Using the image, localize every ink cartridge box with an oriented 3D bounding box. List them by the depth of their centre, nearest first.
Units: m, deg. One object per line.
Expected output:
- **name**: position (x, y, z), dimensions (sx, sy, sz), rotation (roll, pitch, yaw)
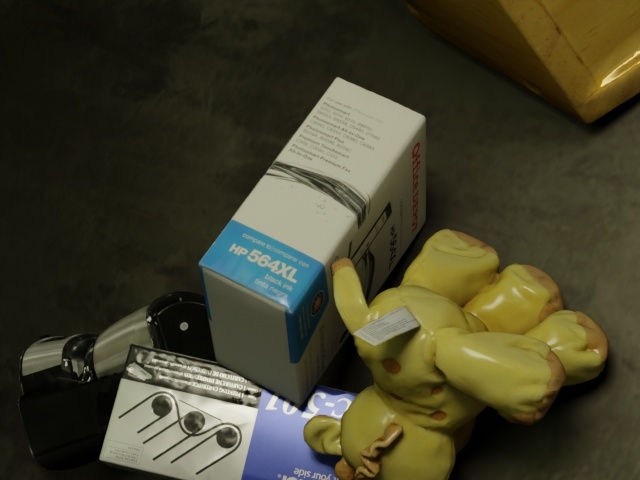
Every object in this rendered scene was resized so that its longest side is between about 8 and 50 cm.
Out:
- **ink cartridge box**: position (0.000, 0.000, 1.155), dimensions (0.086, 0.148, 0.203), rotation (26, 61, 19)
- **ink cartridge box**: position (-0.061, 0.153, 1.188), dimensions (0.207, 0.046, 0.097), rotation (12, 75, 6)

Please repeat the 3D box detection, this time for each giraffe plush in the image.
- **giraffe plush**: position (0.082, 0.114, 1.094), dimensions (0.181, 0.210, 0.171), rotation (46, 131, 40)

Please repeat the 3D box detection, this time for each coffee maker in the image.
- **coffee maker**: position (-0.170, 0.147, 1.311), dimensions (0.178, 0.120, 0.171), rotation (-21, 58, 33)

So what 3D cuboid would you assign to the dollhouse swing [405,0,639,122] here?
- **dollhouse swing**: position (0.171, -0.318, 1.084), dimensions (0.305, 0.347, 0.315), rotation (-49, 46, -1)
